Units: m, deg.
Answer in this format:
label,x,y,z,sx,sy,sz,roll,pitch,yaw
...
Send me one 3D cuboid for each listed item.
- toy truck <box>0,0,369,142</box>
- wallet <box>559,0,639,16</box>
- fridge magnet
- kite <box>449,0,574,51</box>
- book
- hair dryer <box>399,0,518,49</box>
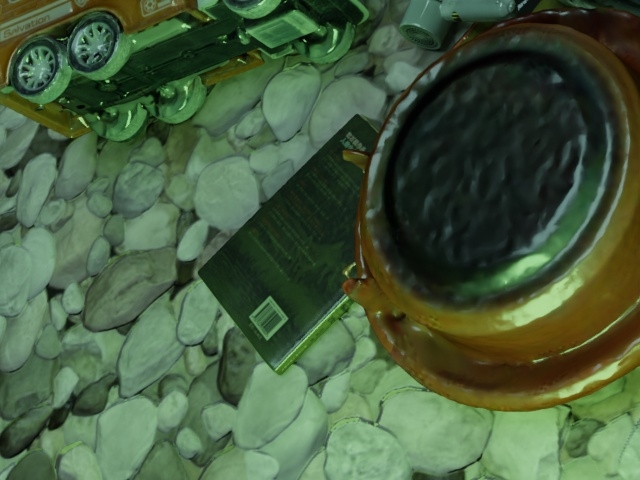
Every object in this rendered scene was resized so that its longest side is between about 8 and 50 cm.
label,x,y,z,sx,sy,sz,roll,pitch,yaw
toy truck,-0.154,-0.256,1.785,0.387,0.173,0.207,-18,68,23
wallet,0.351,-0.328,1.557,0.223,0.077,0.309,27,77,44
fridge magnet,0.174,-0.035,1.454,0.363,0.155,0.364,-16,61,32
kite,0.255,-0.173,1.580,0.377,0.013,0.328,-18,56,26
book,0.000,0.000,1.650,0.228,0.024,0.160,-45,48,5
hair dryer,0.142,-0.228,1.654,0.137,0.047,0.082,9,68,50
